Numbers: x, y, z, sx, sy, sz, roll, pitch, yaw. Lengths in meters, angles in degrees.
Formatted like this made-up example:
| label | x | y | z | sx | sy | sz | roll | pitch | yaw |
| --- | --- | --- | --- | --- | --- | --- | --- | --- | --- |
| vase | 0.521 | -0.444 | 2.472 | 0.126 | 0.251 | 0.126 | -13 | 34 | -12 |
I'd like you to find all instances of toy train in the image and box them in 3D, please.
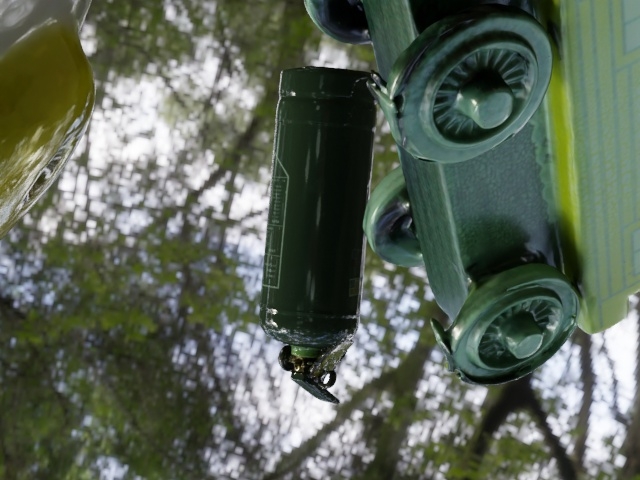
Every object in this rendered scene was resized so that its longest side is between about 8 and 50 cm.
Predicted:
| label | x | y | z | sx | sy | sz | roll | pitch | yaw |
| --- | --- | --- | --- | --- | --- | --- | --- | --- | --- |
| toy train | 0.154 | -0.090 | 0.855 | 0.272 | 0.442 | 0.179 | -27 | -131 | -8 |

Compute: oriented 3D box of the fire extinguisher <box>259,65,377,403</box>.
| label | x | y | z | sx | sy | sz | roll | pitch | yaw |
| --- | --- | --- | --- | --- | --- | --- | --- | --- | --- |
| fire extinguisher | 0.000 | 0.000 | 1.182 | 0.095 | 0.311 | 0.114 | 6 | -179 | 33 |

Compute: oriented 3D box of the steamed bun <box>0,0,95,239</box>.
| label | x | y | z | sx | sy | sz | roll | pitch | yaw |
| --- | --- | --- | --- | --- | --- | --- | --- | --- | --- |
| steamed bun | -0.232 | -0.116 | 0.397 | 0.334 | 0.374 | 0.333 | 13 | -120 | -23 |
